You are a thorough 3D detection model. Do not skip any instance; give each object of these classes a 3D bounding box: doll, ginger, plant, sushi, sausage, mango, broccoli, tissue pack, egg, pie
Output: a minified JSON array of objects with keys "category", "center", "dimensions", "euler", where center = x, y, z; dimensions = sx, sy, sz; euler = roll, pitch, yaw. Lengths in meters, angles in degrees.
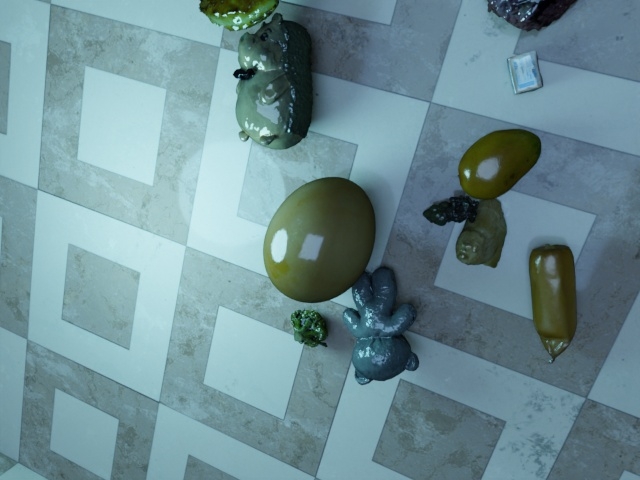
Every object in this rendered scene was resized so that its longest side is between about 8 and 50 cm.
[{"category":"doll","center":[0.186,0.252,1.507],"dimensions":[0.246,0.158,0.340],"euler":[-16,69,28]},{"category":"ginger","center":[0.429,-0.021,1.358],"dimensions":[0.115,0.123,0.193],"euler":[13,102,37]},{"category":"plant","center":[0.359,-0.079,1.370],"dimensions":[0.174,0.087,0.085],"euler":[-12,112,52]},{"category":"sushi","center":[0.501,-0.629,1.151],"dimensions":[0.270,0.171,0.236],"euler":[-39,89,28]},{"category":"sausage","center":[0.624,0.171,1.337],"dimensions":[0.112,0.112,0.328],"euler":[-4,102,20]},{"category":"mango","center":[0.458,-0.205,1.298],"dimensions":[0.151,0.120,0.221],"euler":[43,106,2]},{"category":"doll","center":[-0.130,-0.434,1.387],"dimensions":[0.248,0.247,0.349],"euler":[15,98,16]},{"category":"broccoli","center":[-0.039,0.281,1.588],"dimensions":[0.130,0.120,0.131],"euler":[7,108,32]},{"category":"tissue pack","center":[0.515,-0.420,1.256],"dimensions":[0.074,0.059,0.094],"euler":[-11,99,23]},{"category":"egg","center":[0.000,0.000,1.408],"dimensions":[0.301,0.301,0.373],"euler":[33,110,10]},{"category":"pie","center":[-0.171,-0.695,1.326],"dimensions":[0.355,0.103,0.288],"euler":[-2,63,37]}]
